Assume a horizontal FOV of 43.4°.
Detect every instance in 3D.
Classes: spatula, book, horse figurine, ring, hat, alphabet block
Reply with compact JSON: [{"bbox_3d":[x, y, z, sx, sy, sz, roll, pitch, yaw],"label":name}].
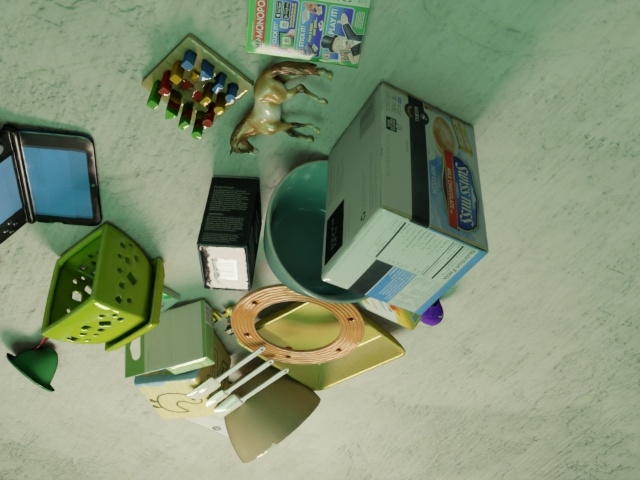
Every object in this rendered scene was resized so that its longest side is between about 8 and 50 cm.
[{"bbox_3d":[-0.210,0.375,2.123,0.242,0.019,0.168,-36,131,7],"label":"spatula"},{"bbox_3d":[-0.451,0.162,2.119,0.096,0.035,0.144,30,132,-32],"label":"book"},{"bbox_3d":[-0.077,-0.265,1.572,0.174,0.066,0.263,7,142,-11],"label":"horse figurine"},{"bbox_3d":[-0.056,0.207,2.011,0.336,0.032,0.337,2,139,2],"label":"ring"},{"bbox_3d":[-0.782,0.318,2.332,0.173,0.184,0.208,44,167,-28],"label":"hat"},{"bbox_3d":[-0.373,0.356,2.209,0.192,0.193,0.197,-7,138,15],"label":"alphabet block"}]

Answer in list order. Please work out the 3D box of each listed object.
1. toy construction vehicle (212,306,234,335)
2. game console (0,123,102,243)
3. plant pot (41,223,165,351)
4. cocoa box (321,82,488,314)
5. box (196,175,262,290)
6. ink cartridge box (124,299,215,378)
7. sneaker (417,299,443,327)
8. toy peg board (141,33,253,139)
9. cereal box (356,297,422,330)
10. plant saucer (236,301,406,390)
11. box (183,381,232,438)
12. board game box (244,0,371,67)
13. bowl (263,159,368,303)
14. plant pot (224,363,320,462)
[{"bbox_3d":[-0.249,0.209,2.154,0.098,0.035,0.086,-32,116,31],"label":"toy construction vehicle"},{"bbox_3d":[-0.631,-0.091,1.749,0.173,0.250,0.293,28,140,14],"label":"game console"},{"bbox_3d":[-0.513,0.131,1.949,0.227,0.228,0.207,-31,135,33],"label":"plant pot"},{"bbox_3d":[0.156,-0.078,1.546,0.227,0.347,0.231,21,136,-18],"label":"cocoa box"},{"bbox_3d":[-0.194,-0.016,1.756,0.108,0.207,0.153,3,138,2],"label":"box"},{"bbox_3d":[-0.395,0.266,2.101,0.235,0.171,0.056,-17,147,14],"label":"ink cartridge box"},{"bbox_3d":[0.258,0.105,1.931,0.146,0.102,0.293,-19,133,24],"label":"sneaker"},{"bbox_3d":[-0.243,-0.283,1.554,0.161,0.079,0.160,34,131,-30],"label":"toy peg board"},{"bbox_3d":[0.113,0.110,1.896,0.240,0.047,0.173,21,153,41],"label":"cereal box"},{"bbox_3d":[0.002,0.253,2.140,0.332,0.081,0.332,-29,129,32],"label":"plant saucer"},{"bbox_3d":[-0.313,0.505,2.450,0.290,0.087,0.169,32,132,-28],"label":"box"},{"bbox_3d":[-0.014,-0.448,1.370,0.213,0.046,0.317,8,139,-3],"label":"board game box"},{"bbox_3d":[0.000,0.000,1.724,0.311,0.312,0.163,22,155,-19],"label":"bowl"},{"bbox_3d":[-0.167,0.466,2.291,0.284,0.284,0.191,-36,92,37],"label":"plant pot"}]
